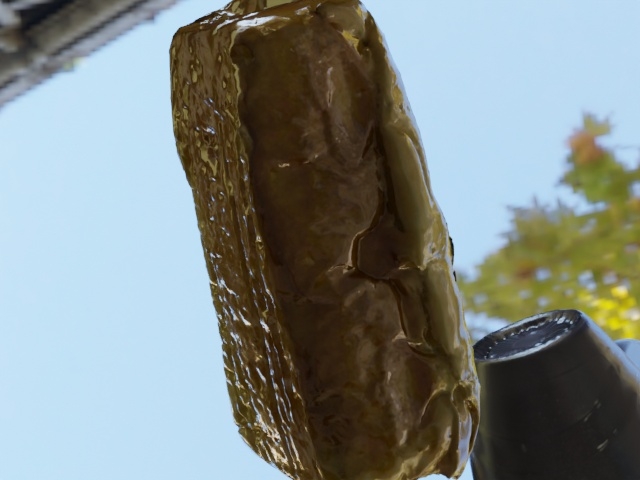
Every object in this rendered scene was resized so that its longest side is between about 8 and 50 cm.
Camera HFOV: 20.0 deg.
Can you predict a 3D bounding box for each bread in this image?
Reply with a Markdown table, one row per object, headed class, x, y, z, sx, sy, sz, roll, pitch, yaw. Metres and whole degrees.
| class | x | y | z | sx | sy | sz | roll | pitch | yaw |
| --- | --- | --- | --- | --- | --- | --- | --- | --- | --- |
| bread | 0.000 | 0.000 | 0.460 | 0.074 | 0.053 | 0.132 | 6 | -68 | 65 |

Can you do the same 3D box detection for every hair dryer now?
| class | x | y | z | sx | sy | sz | roll | pitch | yaw |
| --- | --- | --- | --- | --- | --- | --- | --- | --- | --- |
| hair dryer | 0.200 | 0.151 | 1.128 | 0.121 | 0.361 | 0.301 | -19 | -79 | 20 |
